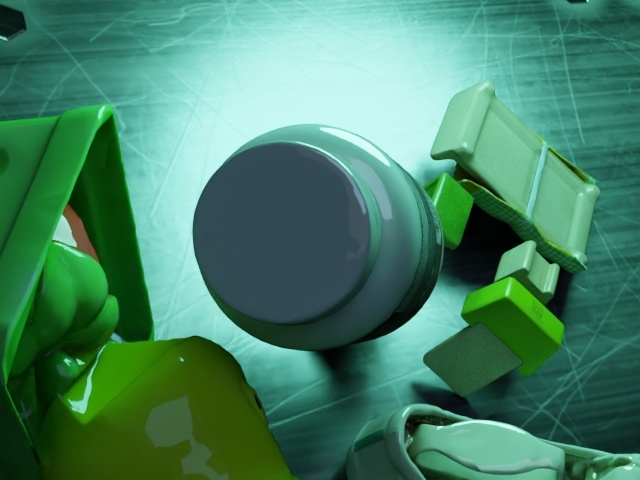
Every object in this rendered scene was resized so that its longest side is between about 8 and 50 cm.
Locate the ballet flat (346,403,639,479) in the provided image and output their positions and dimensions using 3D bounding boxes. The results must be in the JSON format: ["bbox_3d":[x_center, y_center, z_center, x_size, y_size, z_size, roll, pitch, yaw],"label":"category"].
[{"bbox_3d":[0.223,0.236,1.278,0.400,0.139,0.139,15,56,-8],"label":"ballet flat"}]

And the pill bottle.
[{"bbox_3d":[0.000,0.000,1.126,0.176,0.318,0.176,-1,87,10],"label":"pill bottle"}]

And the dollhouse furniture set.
[{"bbox_3d":[0.156,-0.001,1.446,0.197,0.151,0.301,43,37,-13],"label":"dollhouse furniture set"}]

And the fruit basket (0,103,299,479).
[{"bbox_3d":[-0.167,0.107,1.098,0.392,0.392,0.283,19,56,-5],"label":"fruit basket"}]
